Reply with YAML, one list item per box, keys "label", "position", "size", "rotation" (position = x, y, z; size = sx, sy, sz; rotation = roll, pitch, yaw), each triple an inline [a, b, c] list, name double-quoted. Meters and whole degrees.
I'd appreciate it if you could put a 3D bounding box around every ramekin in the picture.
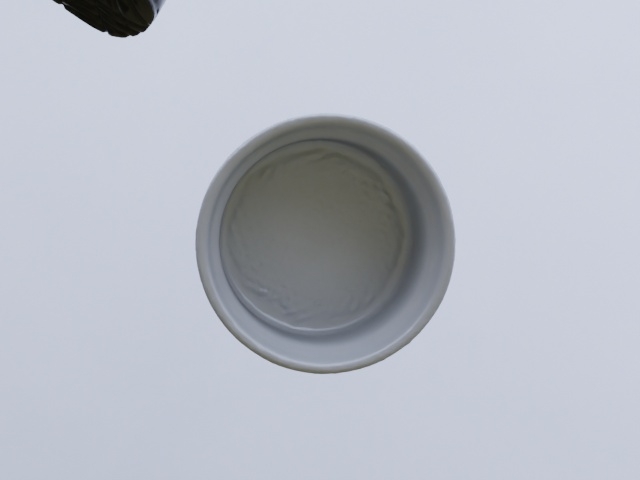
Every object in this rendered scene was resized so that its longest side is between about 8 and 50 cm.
- label: "ramekin"
  position: [0.000, 0.000, 1.703]
  size: [0.277, 0.277, 0.135]
  rotation: [16, 2, -7]

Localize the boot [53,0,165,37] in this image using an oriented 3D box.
- label: "boot"
  position: [-0.219, -0.332, 1.264]
  size: [0.338, 0.222, 0.118]
  rotation: [37, -31, -9]
